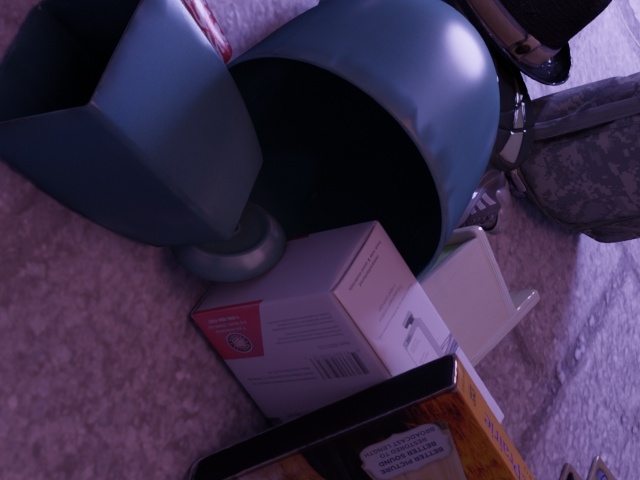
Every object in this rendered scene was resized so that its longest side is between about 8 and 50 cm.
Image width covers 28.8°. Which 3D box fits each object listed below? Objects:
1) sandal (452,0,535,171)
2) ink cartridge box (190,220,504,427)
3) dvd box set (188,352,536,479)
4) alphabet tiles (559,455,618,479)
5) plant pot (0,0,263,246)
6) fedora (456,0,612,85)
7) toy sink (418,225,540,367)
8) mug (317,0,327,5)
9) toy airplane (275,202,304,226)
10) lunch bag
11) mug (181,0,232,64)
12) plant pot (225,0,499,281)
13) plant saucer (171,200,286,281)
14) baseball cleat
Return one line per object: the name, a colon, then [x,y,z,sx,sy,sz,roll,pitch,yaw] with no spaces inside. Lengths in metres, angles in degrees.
sandal: [0.217,-0.221,1.691,0.120,0.086,0.303,28,45,-49]
ink cartridge box: [0.031,0.135,1.312,0.283,0.207,0.117,56,45,-24]
dvd box set: [0.101,0.338,1.279,0.420,0.307,0.062,57,21,-23]
alphabet tiles: [0.410,0.492,1.792,0.342,0.011,0.285,51,48,-27]
plant pot: [-0.170,-0.105,1.185,0.234,0.165,0.166,47,51,-38]
fedora: [0.290,-0.376,1.690,0.334,0.152,0.334,38,36,-34]
toy sink: [0.129,0.071,1.475,0.234,0.152,0.131,-35,107,-44]
mug: [0.047,-0.262,1.486,0.157,0.097,0.130,15,102,-28]
toy airplane: [0.000,0.000,1.440,0.151,0.028,0.151,15,70,-45]
lunch bag: [0.430,-0.133,1.740,0.256,0.305,0.213,23,63,-46]
mug: [-0.160,-0.249,1.263,0.169,0.113,0.150,58,48,-26]
plant pot: [0.056,-0.130,1.321,0.235,0.293,0.293,-49,117,-37]
plant saucer: [-0.095,-0.007,1.279,0.119,0.119,0.021,-53,156,-40]
baseball cleat: [0.202,-0.037,1.636,0.206,0.072,0.109,-47,117,-40]
